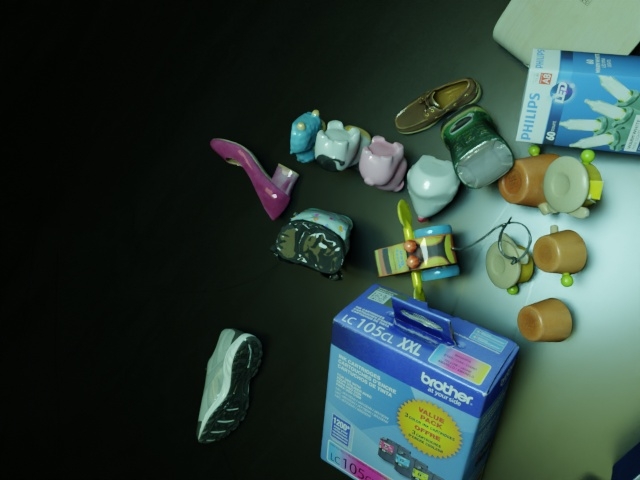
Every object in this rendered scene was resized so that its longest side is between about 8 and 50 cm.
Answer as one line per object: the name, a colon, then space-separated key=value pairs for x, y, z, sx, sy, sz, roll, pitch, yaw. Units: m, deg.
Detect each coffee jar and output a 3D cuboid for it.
coffee jar: x=0.270 y=-0.171 z=1.020 sx=0.096 sy=0.184 sz=0.079 roll=-34 pitch=116 yaw=21

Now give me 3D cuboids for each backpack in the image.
backpack: x=0.000 y=0.000 z=1.152 sx=0.152 sy=0.182 sz=0.115 roll=26 pitch=102 yaw=7

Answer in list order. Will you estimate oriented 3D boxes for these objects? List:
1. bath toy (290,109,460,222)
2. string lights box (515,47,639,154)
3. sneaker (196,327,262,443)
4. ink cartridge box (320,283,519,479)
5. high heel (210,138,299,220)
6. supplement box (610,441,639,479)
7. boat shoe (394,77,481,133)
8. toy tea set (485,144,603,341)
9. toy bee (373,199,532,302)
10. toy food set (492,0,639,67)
bath toy: x=0.106 y=-0.144 z=1.134 sx=0.348 sy=0.151 sz=0.129 roll=27 pitch=134 yaw=24
string lights box: x=0.450 y=-0.213 z=0.904 sx=0.259 sy=0.077 sz=0.133 roll=9 pitch=135 yaw=15
sneaker: x=-0.216 y=0.325 z=1.304 sx=0.108 sy=0.100 sz=0.272 roll=23 pitch=94 yaw=42
ink cartridge box: x=0.155 y=0.255 z=0.975 sx=0.270 sy=0.151 sz=0.396 roll=22 pitch=123 yaw=28
high heel: x=-0.169 y=-0.143 z=1.311 sx=0.244 sy=0.082 sz=0.117 roll=27 pitch=90 yaw=15
supplement box: x=0.602 y=0.410 z=0.778 sx=0.356 sy=0.194 sz=0.195 roll=45 pitch=108 yaw=23
boat shoe: x=0.217 y=-0.263 z=1.115 sx=0.178 sy=0.060 sz=0.064 roll=-23 pitch=76 yaw=26
toy tea set: x=0.388 y=0.004 z=0.977 sx=0.200 sy=0.124 sz=0.336 roll=-140 pitch=51 yaw=-60
toy bee: x=0.176 y=0.012 z=1.009 sx=0.298 sy=0.162 sz=0.195 roll=-46 pitch=59 yaw=44
toy food set: x=0.452 y=-0.392 z=0.946 sx=0.220 sy=0.092 sz=0.306 roll=50 pitch=133 yaw=22
